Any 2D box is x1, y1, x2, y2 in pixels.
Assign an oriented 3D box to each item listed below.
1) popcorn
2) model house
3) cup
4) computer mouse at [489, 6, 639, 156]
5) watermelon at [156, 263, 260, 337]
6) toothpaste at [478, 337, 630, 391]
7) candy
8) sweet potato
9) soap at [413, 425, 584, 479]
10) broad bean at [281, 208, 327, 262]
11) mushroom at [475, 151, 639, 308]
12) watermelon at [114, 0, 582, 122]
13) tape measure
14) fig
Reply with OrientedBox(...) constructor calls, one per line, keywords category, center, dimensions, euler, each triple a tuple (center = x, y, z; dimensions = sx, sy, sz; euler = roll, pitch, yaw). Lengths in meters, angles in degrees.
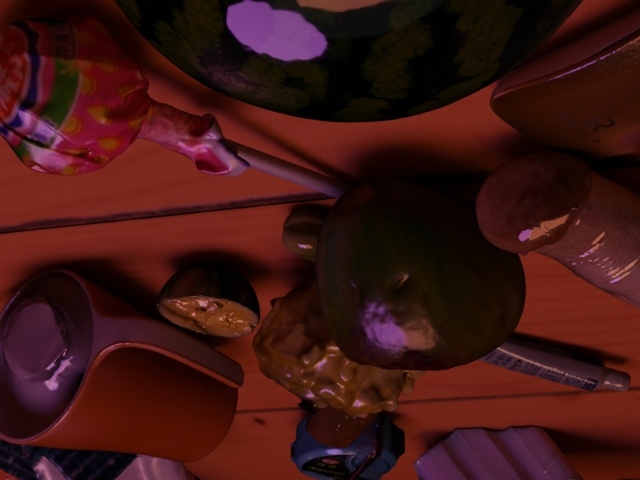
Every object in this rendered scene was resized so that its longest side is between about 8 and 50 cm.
OrientedBox(category="popcorn", center=(0.017, 0.105, 1.323), dimensions=(0.142, 0.173, 0.173), euler=(-43, 137, 5))
OrientedBox(category="model house", center=(-0.286, 0.241, 1.629), dimensions=(0.271, 0.190, 0.301), euler=(19, 135, 33))
OrientedBox(category="cup", center=(-0.202, 0.140, 1.426), dimensions=(0.226, 0.182, 0.264), euler=(-18, 151, 36))
OrientedBox(category="computer mouse", center=(0.241, -0.122, 1.005), dimensions=(0.245, 0.056, 0.126), euler=(-24, 141, 38))
OrientedBox(category="watermelon", center=(-0.110, 0.056, 1.360), dimensions=(0.105, 0.062, 0.105), euler=(7, 158, 3))
OrientedBox(category="toothpaste", center=(0.234, 0.129, 1.472), dimensions=(0.216, 0.037, 0.062), euler=(14, 150, -9))
OrientedBox(category="candy", center=(-0.104, -0.082, 1.103), dimensions=(0.365, 0.124, 0.124), euler=(19, 149, -40))
OrientedBox(category="sweet potato", center=(0.042, 0.159, 1.509), dimensions=(0.077, 0.077, 0.243), euler=(11, 141, -11))
OrientedBox(category="soap", center=(0.265, 0.386, 1.675), dimensions=(0.208, 0.347, 0.115), euler=(-38, 153, -1))
OrientedBox(category="broad bean", center=(0.000, 0.000, 1.268), dimensions=(0.063, 0.045, 0.083), euler=(-14, 154, 31))
OrientedBox(category="mushroom", center=(0.286, 0.011, 1.181), dimensions=(0.351, 0.095, 0.123), euler=(18, 155, -32))
OrientedBox(category="watermelon", center=(0.016, -0.201, 0.670), dimensions=(0.285, 0.285, 0.285), euler=(3, 151, 2))
OrientedBox(category="tape measure", center=(0.030, 0.258, 1.682), dimensions=(0.125, 0.081, 0.146), euler=(12, 150, -20))
OrientedBox(category="fig", center=(0.078, 0.029, 1.185), dimensions=(0.181, 0.181, 0.191), euler=(-14, 127, 29))
